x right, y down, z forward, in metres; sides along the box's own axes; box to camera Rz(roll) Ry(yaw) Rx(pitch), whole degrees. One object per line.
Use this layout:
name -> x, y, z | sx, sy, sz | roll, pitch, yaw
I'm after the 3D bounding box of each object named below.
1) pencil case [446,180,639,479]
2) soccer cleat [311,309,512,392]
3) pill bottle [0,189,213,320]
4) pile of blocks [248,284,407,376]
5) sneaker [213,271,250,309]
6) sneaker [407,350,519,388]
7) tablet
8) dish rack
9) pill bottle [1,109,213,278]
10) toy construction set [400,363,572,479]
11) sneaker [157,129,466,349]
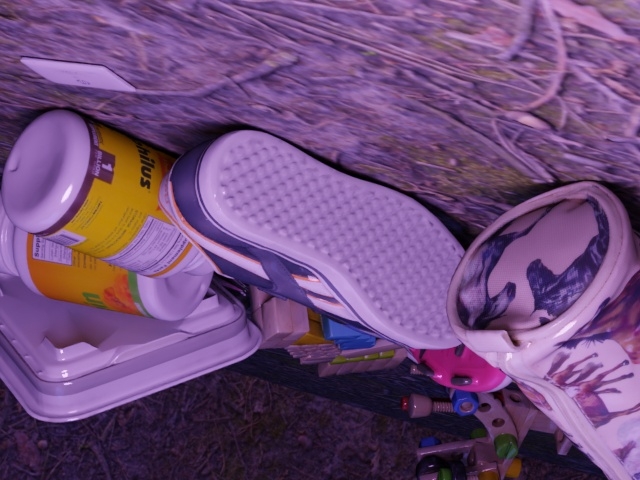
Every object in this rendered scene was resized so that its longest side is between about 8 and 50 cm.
pencil case -> 0.259, 0.125, 1.247 | 0.160, 0.183, 0.410 | -8, 140, 38
soccer cleat -> 0.123, 0.067, 1.553 | 0.143, 0.116, 0.331 | 3, -168, -34
pill bottle -> -0.250, 0.004, 1.667 | 0.245, 0.136, 0.136 | 9, 168, 27
pile of blocks -> 0.020, 0.084, 1.864 | 0.149, 0.113, 0.362 | -12, 165, 15
sneaker -> -0.153, 0.047, 1.933 | 0.178, 0.077, 0.072 | 7, 166, 38
sneaker -> 0.209, 0.125, 1.936 | 0.234, 0.084, 0.097 | 8, 144, 25
tablet -> -0.196, -0.134, 1.224 | 0.083, 0.006, 0.054 | 10, 169, 26
dish rack -> -0.252, 0.076, 1.756 | 0.285, 0.072, 0.333 | -18, -151, -24
pill bottle -> -0.183, -0.035, 1.420 | 0.117, 0.117, 0.215 | 4, 165, 45
toy construction set -> 0.275, 0.291, 2.373 | 0.237, 0.257, 0.309 | 4, -167, -12
sneaker -> 0.000, 0.000, 1.358 | 0.321, 0.126, 0.127 | 33, 157, -29
